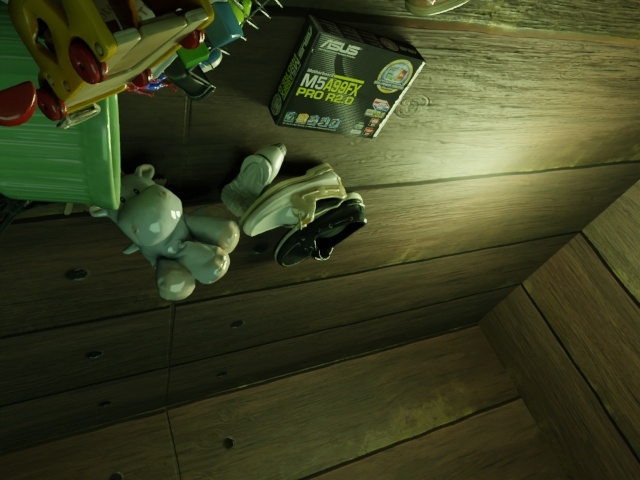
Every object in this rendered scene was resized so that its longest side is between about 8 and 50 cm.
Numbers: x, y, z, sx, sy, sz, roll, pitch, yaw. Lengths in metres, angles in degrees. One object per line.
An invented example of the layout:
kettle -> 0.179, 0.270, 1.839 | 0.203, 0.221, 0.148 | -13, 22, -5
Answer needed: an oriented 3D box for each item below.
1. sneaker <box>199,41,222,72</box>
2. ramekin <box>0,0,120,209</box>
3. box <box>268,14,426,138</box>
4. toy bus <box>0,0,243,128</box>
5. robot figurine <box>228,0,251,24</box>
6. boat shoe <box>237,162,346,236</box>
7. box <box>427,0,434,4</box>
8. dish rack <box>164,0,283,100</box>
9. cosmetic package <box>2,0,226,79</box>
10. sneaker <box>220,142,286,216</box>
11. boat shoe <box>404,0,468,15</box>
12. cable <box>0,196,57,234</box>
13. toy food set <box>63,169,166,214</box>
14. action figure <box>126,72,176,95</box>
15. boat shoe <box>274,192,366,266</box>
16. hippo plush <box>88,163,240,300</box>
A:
sneaker -> -0.238, -0.324, 0.774 | 0.152, 0.058, 0.085 | -7, 155, -15
ramekin -> -0.369, -0.194, 0.661 | 0.148, 0.304, 0.303 | -2, 144, -21
box -> 0.053, -0.323, 0.979 | 0.269, 0.060, 0.216 | -1, 143, -35
toy bus -> -0.177, -0.169, 0.362 | 0.202, 0.191, 0.105 | -24, 108, 5
robot figurine -> -0.158, -0.356, 0.722 | 0.101, 0.115, 0.067 | -17, 149, -12
boat shoe -> -0.056, -0.085, 1.128 | 0.302, 0.103, 0.113 | -35, 169, -31
box -> 0.086, -0.483, 0.644 | 0.299, 0.142, 0.154 | 9, 131, -46
dish rack -> -0.144, -0.354, 0.637 | 0.271, 0.208, 0.074 | -35, 174, 16
cosmetic package -> -0.222, -0.421, 0.358 | 0.327, 0.330, 0.393 | -35, 148, 23
sneaker -> -0.155, -0.138, 1.108 | 0.235, 0.090, 0.095 | -36, -167, 48
boat shoe -> 0.265, -0.501, 0.818 | 0.285, 0.105, 0.089 | -36, 145, 0
cable -> -0.579, -0.089, 0.913 | 0.139, 0.072, 0.287 | 27, 133, -35
toy food set -> -0.442, -0.108, 1.006 | 0.192, 0.039, 0.132 | -8, 153, -45
action figure -> -0.295, -0.269, 0.810 | 0.115, 0.030, 0.038 | -24, 164, -48
boat shoe -> 0.003, 0.001, 1.407 | 0.340, 0.113, 0.127 | -35, 149, 18
hippo plush -> -0.321, -0.052, 0.994 | 0.234, 0.294, 0.237 | -40, 139, -19
